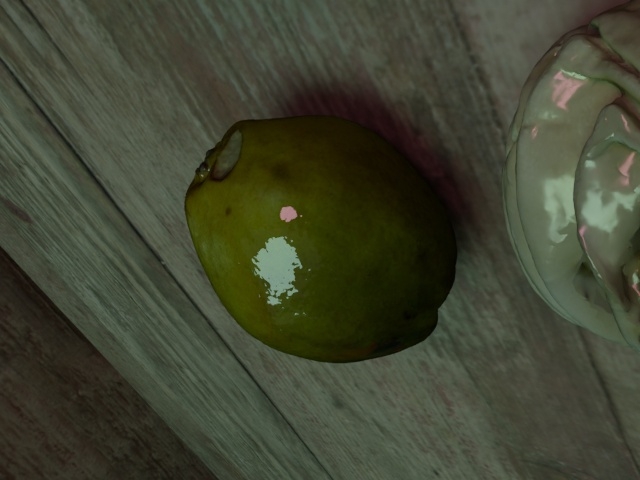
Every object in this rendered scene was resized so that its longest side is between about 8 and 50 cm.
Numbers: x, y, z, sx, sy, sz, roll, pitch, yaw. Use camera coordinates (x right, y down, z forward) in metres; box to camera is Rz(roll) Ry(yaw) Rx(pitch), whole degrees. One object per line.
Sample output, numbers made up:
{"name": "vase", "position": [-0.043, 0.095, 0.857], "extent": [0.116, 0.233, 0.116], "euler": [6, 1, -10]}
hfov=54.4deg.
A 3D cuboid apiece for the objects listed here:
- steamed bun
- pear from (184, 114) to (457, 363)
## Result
{"name": "steamed bun", "position": [0.243, -0.029, 0.438], "extent": [0.276, 0.203, 0.289], "euler": [59, 158, -13]}
{"name": "pear", "position": [0.000, 0.000, 0.702], "extent": [0.321, 0.269, 0.269], "euler": [27, 147, -5]}
